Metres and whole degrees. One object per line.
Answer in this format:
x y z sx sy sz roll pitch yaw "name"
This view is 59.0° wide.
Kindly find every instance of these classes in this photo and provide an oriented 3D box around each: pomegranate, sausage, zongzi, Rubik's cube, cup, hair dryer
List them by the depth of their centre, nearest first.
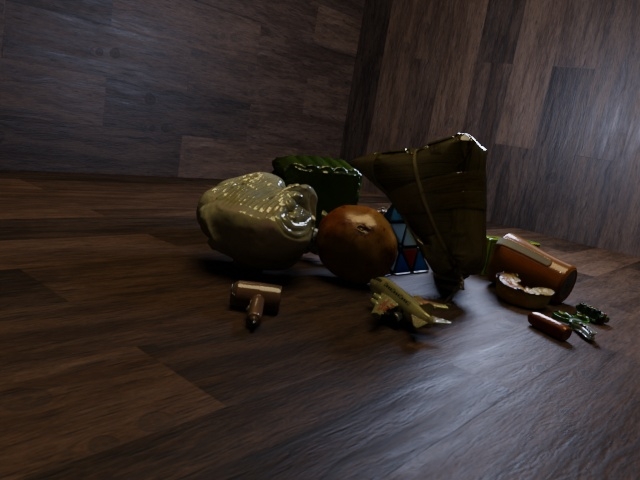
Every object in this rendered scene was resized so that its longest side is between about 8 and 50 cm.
-0.145 0.144 1.234 0.117 0.064 0.181 8 17 -4 "hair dryer"
0.596 0.221 1.481 0.039 0.041 0.131 -1 15 -23 "sausage"
0.104 0.014 1.662 0.248 0.248 0.248 9 11 -2 "pomegranate"
0.293 -0.051 1.778 0.467 0.499 0.218 -6 -10 41 "zongzi"
0.685 0.085 1.857 0.264 0.182 0.226 27 -14 40 "cup"
0.259 0.066 1.947 0.234 0.284 0.250 26 -28 -17 "Rubik's cube"

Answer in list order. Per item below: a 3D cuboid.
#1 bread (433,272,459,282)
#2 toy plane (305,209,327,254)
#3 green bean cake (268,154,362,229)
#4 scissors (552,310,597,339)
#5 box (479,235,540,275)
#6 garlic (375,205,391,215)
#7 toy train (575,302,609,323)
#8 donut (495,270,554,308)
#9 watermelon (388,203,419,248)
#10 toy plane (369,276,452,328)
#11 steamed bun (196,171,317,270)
0.456 0.031 1.893 0.110 0.209 0.192 15 12 5 "bread"
0.000 0.000 1.827 0.256 0.242 0.104 33 49 -8 "toy plane"
-0.035 -0.144 2.094 0.319 0.335 0.218 7 21 -23 "green bean cake"
0.710 0.233 1.549 0.101 0.027 0.204 7 9 4 "scissors"
0.685 0.063 2.082 0.220 0.140 0.064 7 12 -16 "box"
0.254 -0.024 2.153 0.160 0.191 0.214 -29 45 -32 "garlic"
0.809 0.217 1.681 0.064 0.044 0.103 16 8 -20 "toy train"
0.614 0.158 1.738 0.146 0.078 0.181 -4 24 -46 "donut"
0.389 -0.068 2.350 0.213 0.201 0.262 3 22 -28 "watermelon"
0.192 0.155 1.359 0.229 0.092 0.244 -1 14 -33 "toy plane"
-0.170 -0.039 1.623 0.352 0.247 0.339 7 28 20 "steamed bun"
